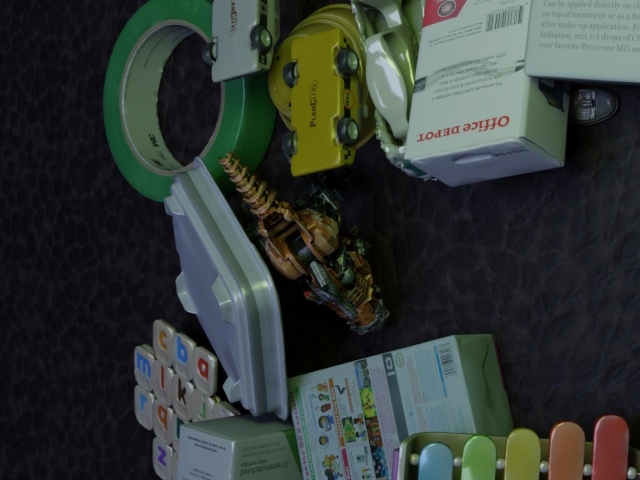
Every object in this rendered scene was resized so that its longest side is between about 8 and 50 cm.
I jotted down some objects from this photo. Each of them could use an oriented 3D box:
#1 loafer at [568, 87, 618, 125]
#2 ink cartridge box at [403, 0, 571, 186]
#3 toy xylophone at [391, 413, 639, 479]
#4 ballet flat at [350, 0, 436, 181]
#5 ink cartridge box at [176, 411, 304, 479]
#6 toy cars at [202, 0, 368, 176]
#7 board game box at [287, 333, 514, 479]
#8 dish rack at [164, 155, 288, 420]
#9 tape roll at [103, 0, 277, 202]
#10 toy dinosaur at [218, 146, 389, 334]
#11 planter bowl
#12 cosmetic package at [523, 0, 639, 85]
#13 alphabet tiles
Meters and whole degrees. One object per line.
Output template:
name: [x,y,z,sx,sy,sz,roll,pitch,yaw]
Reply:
loafer: [0.299,-0.164,1.599,0.125,0.039,0.045,4,92,42]
ink cartridge box: [0.208,-0.198,1.592,0.172,0.100,0.237,-9,64,41]
toy xylophone: [0.241,0.325,1.551,0.322,0.081,0.236,-5,93,3]
ballet flat: [0.102,-0.281,1.710,0.147,0.147,0.409,-20,77,40]
ink cartridge box: [-0.100,0.393,1.851,0.117,0.201,0.278,9,97,41]
toy cars: [-0.041,-0.237,1.752,0.176,0.087,0.394,-50,55,16]
board game box: [0.107,0.262,1.738,0.303,0.097,0.224,-18,78,39]
dish rack: [-0.141,0.074,1.844,0.333,0.072,0.286,-122,21,-44]
tape roll: [-0.205,-0.216,2.020,0.321,0.077,0.321,1,92,41]
toy dinosaur: [-0.014,-0.010,1.732,0.218,0.164,0.322,-108,-1,-53]
planter bowl: [-0.008,-0.227,1.836,0.217,0.090,0.217,1,91,41]
cosmetic package: [0.381,-0.394,1.442,0.230,0.161,0.453,11,98,41]
alphabet tiles: [-0.207,0.271,2.022,0.284,0.021,0.278,27,123,47]
